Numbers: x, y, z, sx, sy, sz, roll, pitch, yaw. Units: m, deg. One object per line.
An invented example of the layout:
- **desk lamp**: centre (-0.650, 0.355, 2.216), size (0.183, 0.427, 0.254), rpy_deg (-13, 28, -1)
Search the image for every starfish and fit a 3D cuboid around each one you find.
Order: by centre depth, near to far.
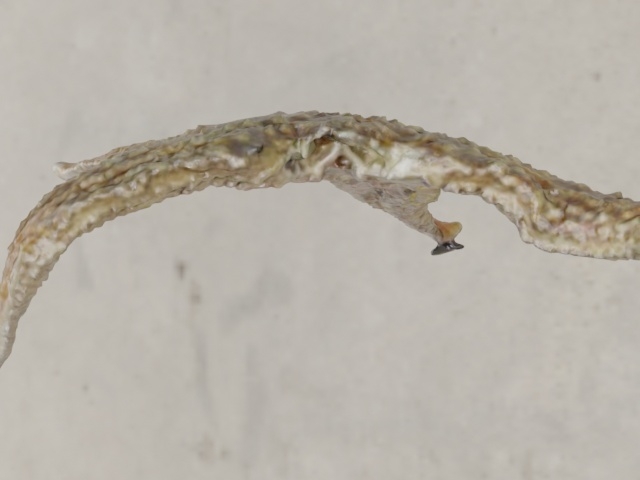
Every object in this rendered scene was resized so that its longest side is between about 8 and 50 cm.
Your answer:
- **starfish**: centre (-0.003, -0.011, 1.081), size (0.384, 0.398, 0.132), rpy_deg (174, 89, -81)
